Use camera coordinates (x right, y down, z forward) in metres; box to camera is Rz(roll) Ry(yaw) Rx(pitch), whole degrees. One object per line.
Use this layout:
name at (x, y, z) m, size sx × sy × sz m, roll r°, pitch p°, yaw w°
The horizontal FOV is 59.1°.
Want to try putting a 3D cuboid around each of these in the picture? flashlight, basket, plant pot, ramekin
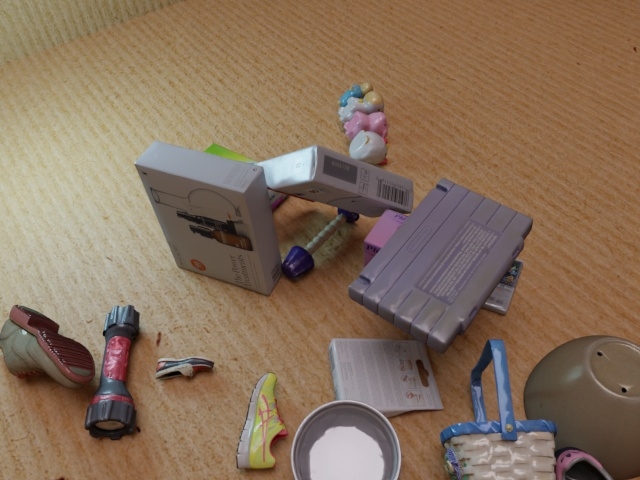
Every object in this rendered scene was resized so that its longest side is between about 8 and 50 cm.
flashlight at (-0.457, 0.285, 1.274) m, size 0.103 × 0.103 × 0.304 m, roll -7°, pitch 49°, yaw -1°
basket at (0.325, 0.354, 1.051) m, size 0.201 × 0.254 × 0.289 m, roll 0°, pitch 60°, yaw 8°
plant pot at (0.570, 0.298, 1.123) m, size 0.284 × 0.191 × 0.284 m, roll -2°, pitch 48°, yaw 2°
ramekin at (0.050, 0.422, 1.088) m, size 0.207 × 0.109 × 0.207 m, roll -2°, pitch 60°, yaw 3°

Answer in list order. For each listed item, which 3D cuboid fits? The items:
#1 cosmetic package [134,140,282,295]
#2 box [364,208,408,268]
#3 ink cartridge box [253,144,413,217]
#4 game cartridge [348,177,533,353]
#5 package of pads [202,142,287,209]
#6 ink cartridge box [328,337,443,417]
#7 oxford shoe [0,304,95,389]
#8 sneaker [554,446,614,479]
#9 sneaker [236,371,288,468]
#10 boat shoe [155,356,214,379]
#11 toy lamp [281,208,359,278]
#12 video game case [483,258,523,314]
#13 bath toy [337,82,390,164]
cosmetic package at (-0.255, -0.044, 1.367) m, size 0.284 × 0.377 × 0.097 m, roll 17°, pitch 53°, yaw 19°
box at (0.221, 0.079, 1.312) m, size 0.214 × 0.243 × 0.117 m, roll 23°, pitch 53°, yaw 22°
ink cartridge box at (-0.016, -0.117, 1.382) m, size 0.385 × 0.308 × 0.091 m, roll -8°, pitch 74°, yaw 50°
game cartridge at (0.251, 0.040, 1.146) m, size 0.230 × 0.068 × 0.355 m, roll 32°, pitch 63°, yaw 23°
package of pads at (-0.271, -0.149, 1.649) m, size 0.297 × 0.101 × 0.229 m, roll 24°, pitch 53°, yaw 24°
ink cartridge box at (0.140, 0.307, 1.257) m, size 0.225 × 0.056 × 0.181 m, roll 5°, pitch 46°, yaw -15°
oxford shoe at (-0.631, 0.270, 1.289) m, size 0.348 × 0.123 × 0.130 m, roll 22°, pitch 80°, yaw 42°
sneaker at (0.508, 0.504, 0.958) m, size 0.112 × 0.131 × 0.319 m, roll -37°, pitch 62°, yaw 0°
sneaker at (-0.110, 0.381, 1.186) m, size 0.094 × 0.081 × 0.208 m, roll 9°, pitch 56°, yaw 3°
boat shoe at (-0.310, 0.294, 1.292) m, size 0.137 × 0.049 × 0.043 m, roll -3°, pitch 51°, yaw 5°
toy lamp at (0.000, 0.000, 1.510) m, size 0.080 × 0.080 × 0.275 m, roll 29°, pitch 57°, yaw 27°
video game case at (0.400, 0.089, 1.436) m, size 0.190 × 0.022 × 0.173 m, roll 18°, pitch 53°, yaw 20°
bath toy at (0.154, -0.367, 1.802) m, size 0.151 × 0.129 × 0.348 m, roll -39°, pitch 37°, yaw 30°
